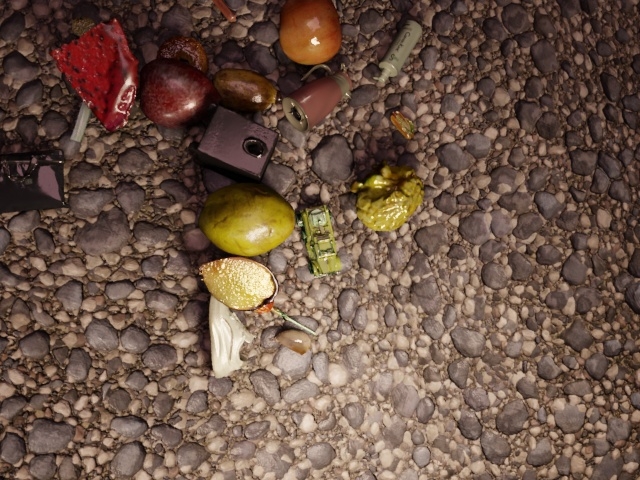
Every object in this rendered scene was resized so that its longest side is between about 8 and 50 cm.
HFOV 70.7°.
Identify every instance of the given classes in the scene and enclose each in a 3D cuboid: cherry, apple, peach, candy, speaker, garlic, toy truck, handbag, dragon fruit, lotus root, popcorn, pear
[{"bbox_3d":[-0.490,-0.498,1.538,0.301,0.203,0.230,4,110,-2],"label":"cherry"},{"bbox_3d":[-0.043,-0.767,1.636,0.254,0.253,0.253,1,86,-10],"label":"apple"},{"bbox_3d":[-0.279,0.137,1.533,0.280,0.068,0.188,28,94,-17],"label":"peach"},{"bbox_3d":[-0.135,0.275,1.636,0.288,0.078,0.084,34,111,-15],"label":"candy"},{"bbox_3d":[-0.296,-0.313,1.558,0.254,0.232,0.183,24,81,-8],"label":"speaker"},{"bbox_3d":[-0.098,0.360,1.626,0.152,0.066,0.084,26,92,-11],"label":"garlic"},{"bbox_3d":[0.000,0.003,1.638,0.129,0.135,0.259,-11,91,-10],"label":"toy truck"},{"bbox_3d":[-0.981,-0.199,1.503,0.255,0.089,0.210,-7,93,-11],"label":"handbag"},{"bbox_3d":[-0.740,-0.523,1.489,0.241,0.302,0.329,-16,105,-31],"label":"dragon fruit"},{"bbox_3d":[-0.266,-0.540,1.633,0.261,0.128,0.144,8,98,-7],"label":"lotus root"},{"bbox_3d":[0.245,-0.161,1.652,0.271,0.224,0.257,-1,70,-2],"label":"popcorn"},{"bbox_3d":[-0.247,-0.072,1.535,0.322,0.269,0.268,7,85,0],"label":"pear"}]

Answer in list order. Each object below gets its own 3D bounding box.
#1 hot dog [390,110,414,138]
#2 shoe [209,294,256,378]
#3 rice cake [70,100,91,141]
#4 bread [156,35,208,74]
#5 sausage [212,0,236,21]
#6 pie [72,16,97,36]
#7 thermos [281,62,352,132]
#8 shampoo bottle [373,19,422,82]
[{"bbox_3d":[0.328,-0.456,1.774,0.056,0.041,0.133,-41,93,-10],"label":"hot dog"},{"bbox_3d":[-0.304,0.317,1.572,0.160,0.124,0.315,-1,92,-9],"label":"shoe"},{"bbox_3d":[-0.831,-0.431,1.573,0.042,0.030,0.179,16,83,-14],"label":"rice cake"},{"bbox_3d":[-0.501,-0.649,1.632,0.194,0.064,0.193,0,89,-13],"label":"bread"},{"bbox_3d":[-0.370,-0.879,1.686,0.030,0.035,0.147,-39,93,22],"label":"sausage"},{"bbox_3d":[-0.837,-0.758,1.602,0.085,0.017,0.084,1,84,-10],"label":"pie"},{"bbox_3d":[-0.007,-0.544,1.674,0.265,0.146,0.176,-42,102,-19],"label":"thermos"},{"bbox_3d":[0.302,-0.732,1.767,0.085,0.085,0.262,31,82,-7],"label":"shampoo bottle"}]
